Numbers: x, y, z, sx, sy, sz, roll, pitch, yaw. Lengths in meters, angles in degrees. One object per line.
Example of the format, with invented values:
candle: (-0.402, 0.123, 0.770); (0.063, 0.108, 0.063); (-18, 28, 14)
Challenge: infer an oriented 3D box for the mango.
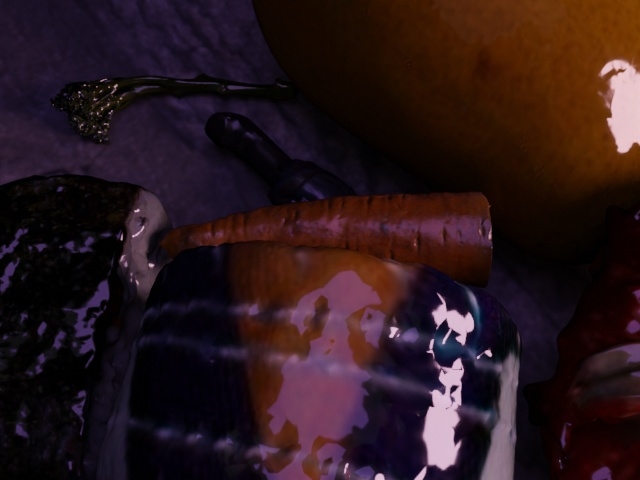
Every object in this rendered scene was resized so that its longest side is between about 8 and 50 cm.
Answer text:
mango: (0.112, -0.158, 0.562); (0.264, 0.221, 0.378); (-35, 82, -16)

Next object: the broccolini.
broccolini: (-0.117, -0.123, 0.640); (0.194, 0.054, 0.052); (-10, 47, -6)

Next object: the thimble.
thimble: (0.004, 0.101, 0.446); (0.237, 0.237, 0.150); (11, 70, 5)

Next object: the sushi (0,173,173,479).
sushi: (-0.172, 0.066, 0.508); (0.127, 0.124, 0.225); (2, 69, 6)

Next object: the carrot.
carrot: (0.000, 0.000, 0.504); (0.210, 0.061, 0.061); (0, 66, 5)

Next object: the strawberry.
strawberry: (0.267, 0.095, 0.461); (0.261, 0.258, 0.261); (-8, 68, 21)

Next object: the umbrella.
umbrella: (0.009, -0.020, 0.578); (0.071, 0.071, 0.248); (-37, 69, -15)
